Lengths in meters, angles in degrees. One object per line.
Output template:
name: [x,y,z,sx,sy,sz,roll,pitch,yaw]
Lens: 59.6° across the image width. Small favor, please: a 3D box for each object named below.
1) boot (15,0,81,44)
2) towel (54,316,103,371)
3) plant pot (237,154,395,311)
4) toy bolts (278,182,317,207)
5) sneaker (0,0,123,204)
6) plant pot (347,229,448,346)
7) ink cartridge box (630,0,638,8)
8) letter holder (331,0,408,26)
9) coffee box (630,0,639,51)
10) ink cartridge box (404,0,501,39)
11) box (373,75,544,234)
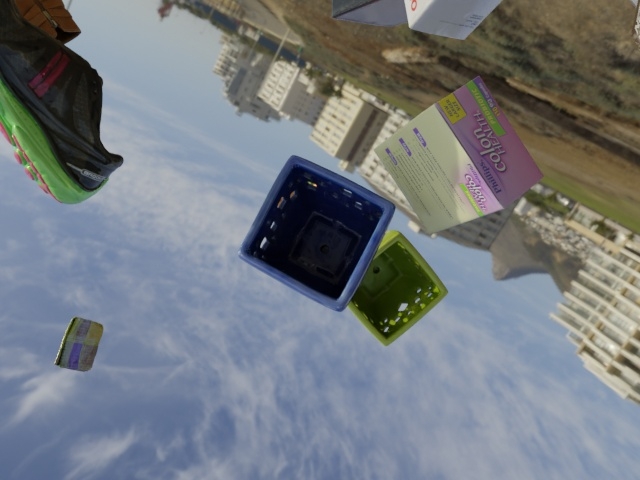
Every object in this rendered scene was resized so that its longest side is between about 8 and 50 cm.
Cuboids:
boot: [-0.633,-0.571,1.285,0.220,0.109,0.283,44,-129,-12]
towel: [-0.275,0.120,0.645,0.010,0.060,0.083,13,164,4]
plant pot: [0.000,0.000,1.141,0.236,0.235,0.212,27,172,9]
toy bolts: [-0.042,-0.108,1.980,0.219,0.228,0.158,-17,-142,-21]
sneaker: [-0.527,-0.305,1.043,0.185,0.482,0.202,21,-133,40]
plant pot: [0.167,0.107,1.509,0.227,0.228,0.207,50,-179,-15]
ink cartridge box: [0.616,-0.523,0.892,0.211,0.289,0.121,47,-152,-5]
letter holder: [0.200,-0.631,1.347,0.215,0.151,0.302,-5,-172,-34]
coffee box: [0.428,-0.308,0.605,0.098,0.246,0.141,-4,-131,13]
ink cartridge box: [0.234,-0.475,0.842,0.117,0.201,0.278,0,163,-23]
box: [0.248,-0.148,1.054,0.213,0.117,0.243,56,159,-3]
